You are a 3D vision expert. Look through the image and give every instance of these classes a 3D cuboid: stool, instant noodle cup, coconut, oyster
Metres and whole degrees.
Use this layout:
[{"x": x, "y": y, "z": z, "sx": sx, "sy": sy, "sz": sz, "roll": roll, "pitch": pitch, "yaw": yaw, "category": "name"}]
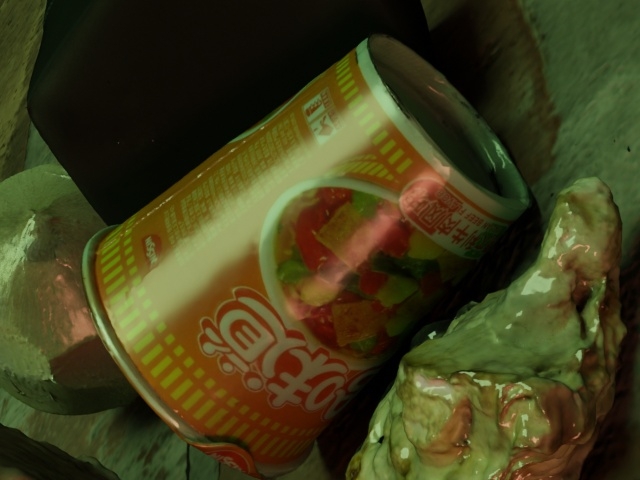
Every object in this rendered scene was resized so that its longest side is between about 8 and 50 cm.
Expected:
[{"x": -0.045, "y": -0.103, "z": 0.802, "sx": 0.232, "sy": 0.232, "sz": 0.141, "roll": -46, "pitch": 29, "yaw": 30, "category": "stool"}, {"x": 0.000, "y": 0.000, "z": 0.706, "sx": 0.185, "sy": 0.168, "sz": 0.168, "roll": -43, "pitch": 32, "yaw": 21, "category": "instant noodle cup"}, {"x": -0.164, "y": 0.031, "z": 0.931, "sx": 0.162, "sy": 0.161, "sz": 0.161, "roll": 95, "pitch": -170, "yaw": -67, "category": "coconut"}, {"x": 0.066, "y": 0.056, "z": 0.607, "sx": 0.191, "sy": 0.081, "sz": 0.163, "roll": -61, "pitch": 22, "yaw": -5, "category": "oyster"}]

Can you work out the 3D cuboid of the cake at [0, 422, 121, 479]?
[{"x": -0.226, "y": 0.248, "z": 0.777, "sx": 0.230, "sy": 0.237, "sz": 0.309, "roll": 6, "pitch": 68, "yaw": 60, "category": "cake"}]
